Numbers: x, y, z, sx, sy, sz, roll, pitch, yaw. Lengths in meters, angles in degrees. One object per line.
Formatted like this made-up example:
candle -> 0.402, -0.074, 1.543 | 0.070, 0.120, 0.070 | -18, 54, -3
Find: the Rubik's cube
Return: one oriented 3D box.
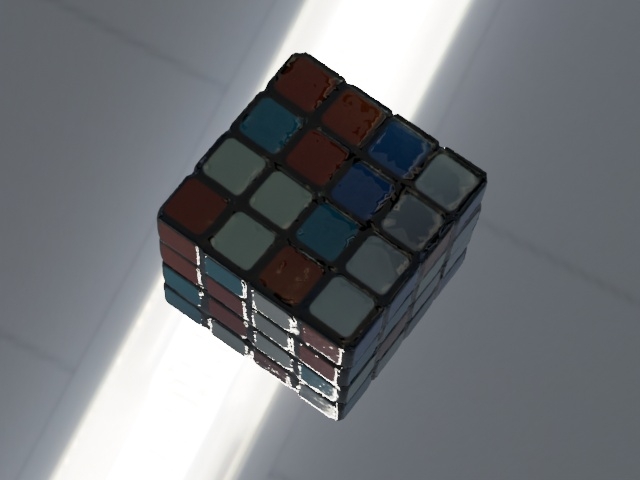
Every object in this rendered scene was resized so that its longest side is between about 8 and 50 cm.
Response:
Rubik's cube -> 0.000, 0.000, 1.306 | 0.155, 0.151, 0.154 | 35, -110, 13
